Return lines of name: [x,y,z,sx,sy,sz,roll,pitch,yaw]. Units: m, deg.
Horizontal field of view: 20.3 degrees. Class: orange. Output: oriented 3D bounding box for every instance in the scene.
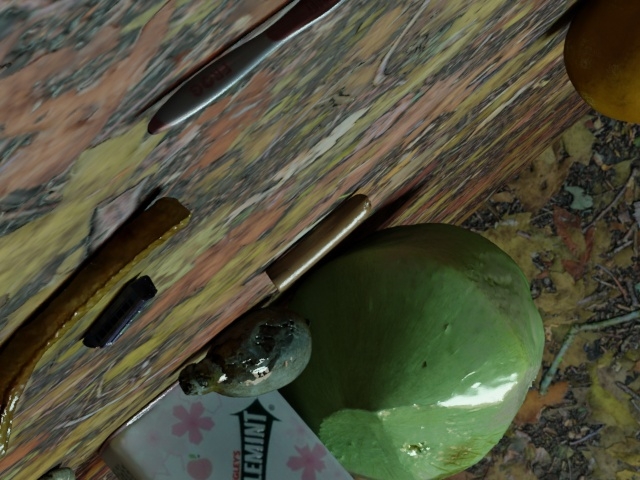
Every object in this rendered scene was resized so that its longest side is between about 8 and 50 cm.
orange: [0.302,-0.182,1.645,0.159,0.159,0.136,-37,130,-37]

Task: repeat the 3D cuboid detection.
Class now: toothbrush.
toothbrush: [-0.001,-0.104,0.775,0.193,0.013,0.019,-40,168,-17]

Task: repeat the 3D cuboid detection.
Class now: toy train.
toy train: [-0.127,0.049,1.126,0.017,0.017,0.083,-35,173,-42]

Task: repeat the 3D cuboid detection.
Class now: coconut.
coconut: [0.093,0.131,1.985,0.328,0.281,0.328,-30,-176,2]

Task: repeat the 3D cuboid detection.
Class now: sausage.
sausage: [0.000,0.000,1.598,0.116,0.026,0.026,-41,175,1]

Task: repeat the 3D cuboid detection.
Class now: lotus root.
lotus root: [-0.069,0.118,1.809,0.165,0.088,0.088,-22,164,-43]

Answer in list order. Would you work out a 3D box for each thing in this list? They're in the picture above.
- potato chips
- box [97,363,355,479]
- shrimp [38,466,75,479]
potato chips: [-0.135,0.044,0.960,0.204,0.037,0.026,-49,-178,25]
box: [-0.047,0.302,1.897,0.190,0.370,0.112,-40,174,-25]
shrimp: [-0.299,0.274,1.736,0.161,0.034,0.091,-50,159,26]
